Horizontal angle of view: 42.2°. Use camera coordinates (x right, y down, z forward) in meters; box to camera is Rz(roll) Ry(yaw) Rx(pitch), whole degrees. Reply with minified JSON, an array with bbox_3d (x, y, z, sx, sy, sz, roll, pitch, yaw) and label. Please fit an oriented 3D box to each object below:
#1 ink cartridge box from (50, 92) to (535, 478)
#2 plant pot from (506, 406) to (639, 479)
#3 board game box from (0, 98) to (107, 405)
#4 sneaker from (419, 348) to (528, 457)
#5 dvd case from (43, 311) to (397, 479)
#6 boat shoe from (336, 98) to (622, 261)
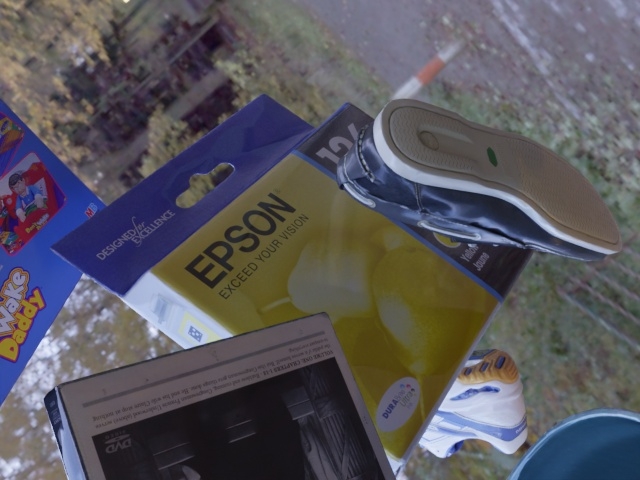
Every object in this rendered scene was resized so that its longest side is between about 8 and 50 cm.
[{"bbox_3d":[0.000,0.000,0.689,0.307,0.072,0.303,37,-134,7],"label":"ink cartridge box"},{"bbox_3d":[0.219,0.251,0.428,0.196,0.293,0.293,13,-170,-11],"label":"plant pot"},{"bbox_3d":[-0.330,0.044,0.625,0.078,0.347,0.233,1,143,36],"label":"board game box"},{"bbox_3d":[0.124,0.226,1.077,0.112,0.296,0.131,-31,-74,-49],"label":"sneaker"},{"bbox_3d":[-0.024,0.168,0.440,0.179,0.029,0.239,-11,-108,-40],"label":"dvd case"},{"bbox_3d":[0.123,-0.033,0.614,0.233,0.079,0.084,17,-129,-24],"label":"boat shoe"}]
